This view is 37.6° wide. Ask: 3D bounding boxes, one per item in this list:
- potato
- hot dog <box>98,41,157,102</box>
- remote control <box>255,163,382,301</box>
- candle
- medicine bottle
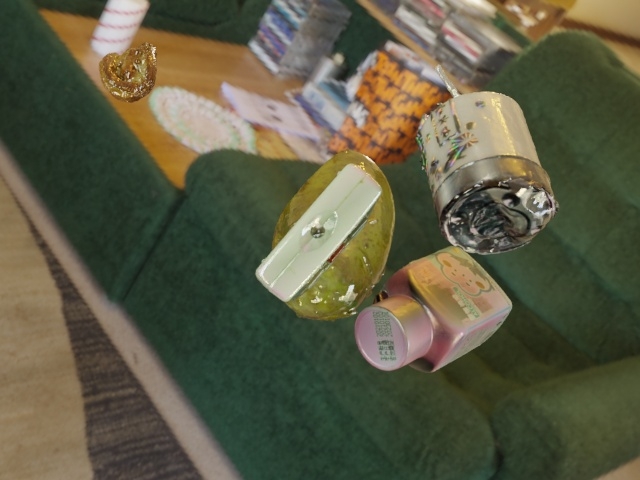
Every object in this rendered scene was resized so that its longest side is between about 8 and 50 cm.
[{"bbox_3d":[0.021,-0.010,1.418,0.176,0.141,0.298,15,53,5],"label":"potato"},{"bbox_3d":[-0.319,-0.286,1.580,0.099,0.065,0.147,-15,33,4],"label":"hot dog"},{"bbox_3d":[0.001,0.001,1.018,0.050,0.145,0.344,41,-1,3],"label":"remote control"},{"bbox_3d":[0.251,-0.144,1.511,0.187,0.187,0.330,17,46,-29],"label":"candle"},{"bbox_3d":[0.130,0.089,1.139,0.188,0.094,0.119,-19,61,-45],"label":"medicine bottle"}]
